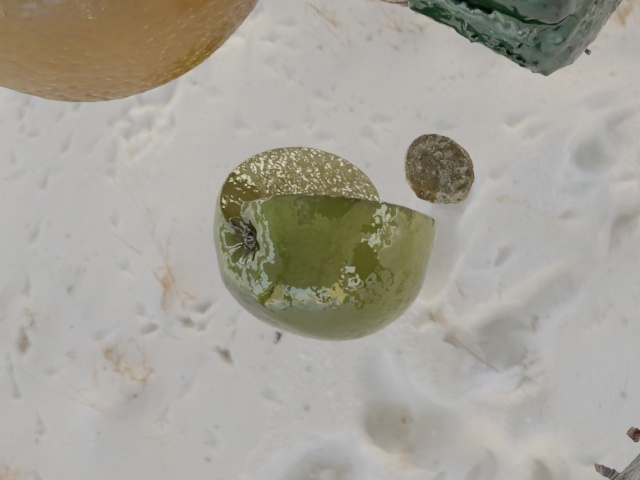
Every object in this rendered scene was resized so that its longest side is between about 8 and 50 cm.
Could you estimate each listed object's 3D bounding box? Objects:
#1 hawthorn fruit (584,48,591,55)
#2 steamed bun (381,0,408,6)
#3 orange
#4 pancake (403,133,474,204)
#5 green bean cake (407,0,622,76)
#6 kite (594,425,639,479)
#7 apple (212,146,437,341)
[{"bbox_3d":[0.448,-0.513,1.696,0.235,0.263,0.231,27,41,25],"label":"hawthorn fruit"},{"bbox_3d":[0.125,-0.432,0.919,0.199,0.251,0.301,36,131,-3],"label":"steamed bun"},{"bbox_3d":[-0.142,-0.219,0.479,0.274,0.274,0.274,-7,70,19],"label":"orange"},{"bbox_3d":[0.226,-0.135,1.567,0.151,0.025,0.152,6,68,-15],"label":"pancake"},{"bbox_3d":[0.157,-0.302,0.495,0.169,0.300,0.308,34,81,25],"label":"green bean cake"},{"bbox_3d":[0.297,0.235,0.809,0.022,0.360,0.204,39,93,17],"label":"kite"},{"bbox_3d":[-0.006,0.017,1.105,0.295,0.257,0.234,34,120,50],"label":"apple"}]
